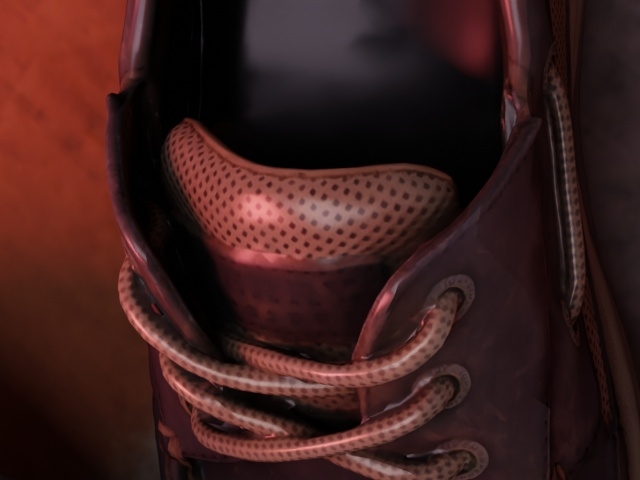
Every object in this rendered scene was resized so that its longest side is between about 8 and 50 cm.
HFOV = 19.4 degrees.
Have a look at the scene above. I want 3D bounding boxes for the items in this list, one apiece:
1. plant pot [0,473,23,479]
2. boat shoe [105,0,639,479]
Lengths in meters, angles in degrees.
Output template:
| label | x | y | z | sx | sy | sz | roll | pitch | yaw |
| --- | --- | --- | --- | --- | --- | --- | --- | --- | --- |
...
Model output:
| label | x | y | z | sx | sy | sz | roll | pitch | yaw |
| --- | --- | --- | --- | --- | --- | --- | --- | --- | --- |
| plant pot | -0.184 | 0.210 | 0.421 | 0.341 | 0.334 | 0.341 | 1 | 121 | 2 |
| boat shoe | 0.000 | 0.000 | 0.434 | 0.132 | 0.130 | 0.355 | -3 | 90 | 22 |
